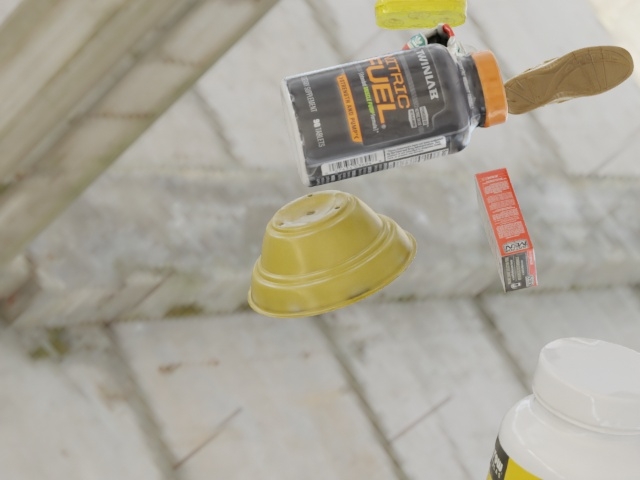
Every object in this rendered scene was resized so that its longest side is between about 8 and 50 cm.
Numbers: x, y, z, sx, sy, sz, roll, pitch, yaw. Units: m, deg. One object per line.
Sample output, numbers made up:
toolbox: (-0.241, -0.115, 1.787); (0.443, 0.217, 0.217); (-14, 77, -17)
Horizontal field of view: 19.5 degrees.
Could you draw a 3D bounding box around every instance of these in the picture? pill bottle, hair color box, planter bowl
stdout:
pill bottle: (0.085, -0.149, 2.109); (0.130, 0.246, 0.130); (166, 90, -86)
hair color box: (0.225, -0.013, 2.263); (0.072, 0.043, 0.141); (77, 180, -49)
pill bottle: (0.268, 0.283, 2.004); (0.188, 0.333, 0.188); (10, -158, -4)
planter bowl: (0.000, 0.000, 2.242); (0.217, 0.217, 0.090); (-61, -44, -57)

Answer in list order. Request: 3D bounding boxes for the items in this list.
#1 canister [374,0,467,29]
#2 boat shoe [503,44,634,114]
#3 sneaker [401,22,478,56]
canister: (0.136, -0.382, 2.554); (0.073, 0.126, 0.169); (82, -173, -77)
boat shoe: (0.295, -0.199, 2.266); (0.059, 0.170, 0.063); (-105, 0, -80)
sneaker: (0.167, -0.247, 2.434); (0.161, 0.075, 0.057); (-8, -126, -43)
